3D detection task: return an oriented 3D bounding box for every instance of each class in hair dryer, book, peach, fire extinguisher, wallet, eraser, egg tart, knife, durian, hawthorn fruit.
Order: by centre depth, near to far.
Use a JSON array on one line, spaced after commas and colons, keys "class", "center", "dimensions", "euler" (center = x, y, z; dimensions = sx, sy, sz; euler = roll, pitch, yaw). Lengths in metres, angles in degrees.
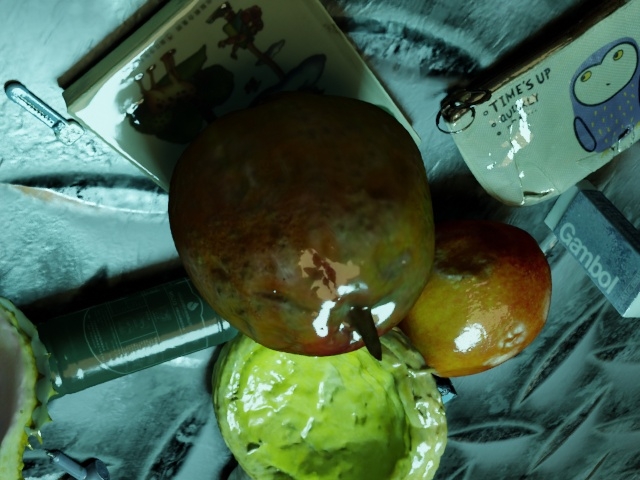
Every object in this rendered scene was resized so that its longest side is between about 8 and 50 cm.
[{"class": "knife", "center": [-0.271, -0.123, 0.858], "dimensions": [0.027, 0.010, 0.096], "euler": [-39, 140, 8]}, {"class": "hawthorn fruit", "center": [0.000, 0.000, 0.873], "dimensions": [0.276, 0.298, 0.277], "euler": [-17, 140, -15]}, {"class": "durian", "center": [-0.401, 0.134, 0.922], "dimensions": [0.305, 0.185, 0.196], "euler": [32, 72, -12]}, {"class": "book", "center": [-0.063, -0.129, 0.962], "dimensions": [0.260, 0.043, 0.371], "euler": [-39, 140, 8]}, {"class": "fire extinguisher", "center": [-0.195, 0.109, 1.073], "dimensions": [0.311, 0.115, 0.095], "euler": [-19, 165, -17]}, {"class": "wallet", "center": [0.321, -0.173, 1.140], "dimensions": [0.335, 0.068, 0.275], "euler": [-34, 139, 1]}, {"class": "peach", "center": [0.201, 0.068, 1.213], "dimensions": [0.243, 0.199, 0.244], "euler": [-8, 122, -14]}, {"class": "egg tart", "center": [0.021, 0.225, 1.223], "dimensions": [0.345, 0.345, 0.132], "euler": [-54, 168, 25]}, {"class": "hair dryer", "center": [-0.363, 0.333, 1.262], "dimensions": [0.063, 0.037, 0.114], "euler": [-32, 133, 3]}, {"class": "eraser", "center": [0.417, 0.008, 1.276], "dimensions": [0.046, 0.212, 0.092], "euler": [0, 130, -31]}]

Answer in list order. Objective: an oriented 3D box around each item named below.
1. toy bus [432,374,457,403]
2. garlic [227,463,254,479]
[{"class": "toy bus", "center": [0.171, 0.248, 1.491], "dimensions": [0.075, 0.060, 0.123], "euler": [-41, 138, 19]}, {"class": "garlic", "center": [-0.037, 0.442, 1.443], "dimensions": [0.218, 0.212, 0.219], "euler": [-13, 138, -12]}]
